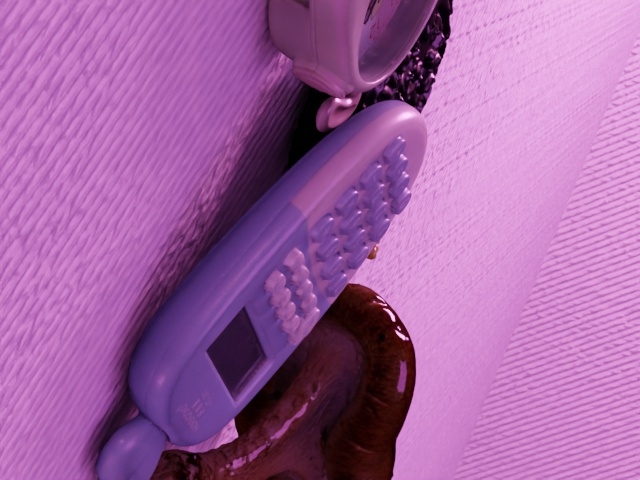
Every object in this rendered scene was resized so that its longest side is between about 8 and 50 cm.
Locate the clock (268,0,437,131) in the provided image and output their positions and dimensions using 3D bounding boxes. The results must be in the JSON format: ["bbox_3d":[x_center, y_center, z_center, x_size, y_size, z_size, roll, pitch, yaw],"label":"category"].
[{"bbox_3d":[0.026,-0.156,1.014,0.151,0.062,0.191,-53,161,-32],"label":"clock"}]

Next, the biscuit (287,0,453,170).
[{"bbox_3d":[0.035,-0.099,1.198,0.194,0.053,0.194,-59,166,-24],"label":"biscuit"}]

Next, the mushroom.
[{"bbox_3d":[-0.047,0.148,1.230,0.217,0.148,0.227,-29,136,-39],"label":"mushroom"}]

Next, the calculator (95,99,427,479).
[{"bbox_3d":[-0.037,0.036,1.083,0.302,0.042,0.188,-47,164,-11],"label":"calculator"}]

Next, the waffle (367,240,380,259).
[{"bbox_3d":[0.002,0.000,1.221,0.085,0.078,0.016,-70,163,-70],"label":"waffle"}]
